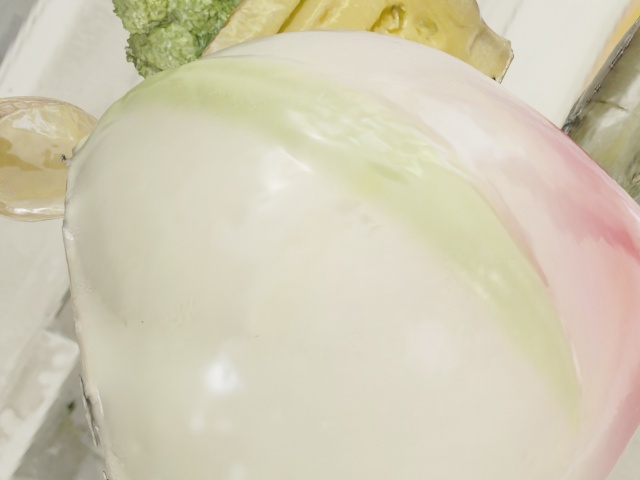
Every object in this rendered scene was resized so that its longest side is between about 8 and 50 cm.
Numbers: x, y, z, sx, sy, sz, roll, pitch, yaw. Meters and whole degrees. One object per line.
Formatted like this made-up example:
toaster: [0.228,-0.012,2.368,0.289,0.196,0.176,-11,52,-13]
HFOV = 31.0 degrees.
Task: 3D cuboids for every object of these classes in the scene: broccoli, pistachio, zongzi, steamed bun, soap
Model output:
broccoli: [-0.177,-0.325,1.309,0.302,0.254,0.186,54,47,-6]
pistachio: [-0.408,-0.113,1.642,0.293,0.162,0.181,7,108,-50]
zongzi: [0.423,-0.144,1.618,0.323,0.160,0.360,-50,169,-9]
steamed bun: [0.039,0.035,0.573,0.309,0.309,0.309,-30,132,-40]
soap: [0.032,-0.159,1.101,0.143,0.259,0.281,-38,-164,50]
